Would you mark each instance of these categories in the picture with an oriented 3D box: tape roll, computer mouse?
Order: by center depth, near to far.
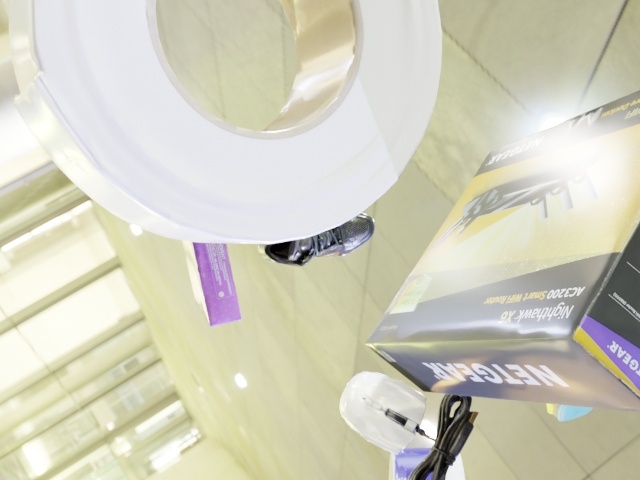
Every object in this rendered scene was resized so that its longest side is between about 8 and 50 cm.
[{"bbox_3d":[-0.060,-0.138,0.556,0.100,0.286,0.286,2,122,62],"label":"tape roll"},{"bbox_3d":[0.070,0.176,0.814,0.042,0.106,0.193,34,169,-32],"label":"computer mouse"}]

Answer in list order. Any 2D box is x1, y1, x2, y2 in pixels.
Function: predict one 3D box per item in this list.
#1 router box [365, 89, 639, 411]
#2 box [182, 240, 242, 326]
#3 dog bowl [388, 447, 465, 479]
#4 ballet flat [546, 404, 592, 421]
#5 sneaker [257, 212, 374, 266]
[{"bbox_3d":[0.186,0.007,0.655,0.081,0.243,0.309,39,161,-12],"label":"router box"},{"bbox_3d":[-0.200,0.028,1.418,0.293,0.057,0.201,-167,65,-76],"label":"box"},{"bbox_3d":[0.157,0.448,1.232,0.265,0.104,0.265,1,-90,-87],"label":"dog bowl"},{"bbox_3d":[0.283,0.150,0.919,0.231,0.077,0.077,67,-173,-68],"label":"ballet flat"},{"bbox_3d":[0.000,0.000,1.524,0.130,0.227,0.087,-145,47,-78],"label":"sneaker"}]
